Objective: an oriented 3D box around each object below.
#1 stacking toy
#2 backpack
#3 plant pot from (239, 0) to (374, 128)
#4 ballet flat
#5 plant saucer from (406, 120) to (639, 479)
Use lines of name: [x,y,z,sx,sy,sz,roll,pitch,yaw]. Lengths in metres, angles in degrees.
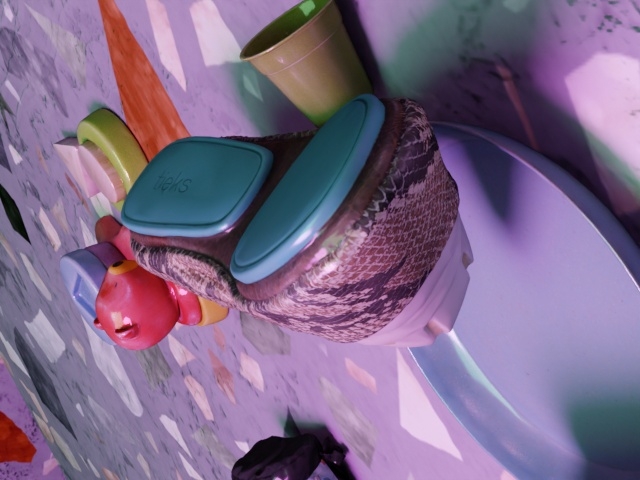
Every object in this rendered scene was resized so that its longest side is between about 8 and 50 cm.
stacking toy: [-0.266,0.005,1.509,0.279,0.130,0.309,62,156,-9]
backpack: [-0.014,0.310,1.398,0.182,0.115,0.152,60,154,-9]
plant pot: [-0.003,-0.125,0.919,0.079,0.083,0.083,54,159,-19]
ballet flat: [0.000,0.000,0.885,0.182,0.164,0.483,37,168,-19]
plant saucer: [0.144,0.053,0.875,0.317,0.044,0.317,45,153,30]
